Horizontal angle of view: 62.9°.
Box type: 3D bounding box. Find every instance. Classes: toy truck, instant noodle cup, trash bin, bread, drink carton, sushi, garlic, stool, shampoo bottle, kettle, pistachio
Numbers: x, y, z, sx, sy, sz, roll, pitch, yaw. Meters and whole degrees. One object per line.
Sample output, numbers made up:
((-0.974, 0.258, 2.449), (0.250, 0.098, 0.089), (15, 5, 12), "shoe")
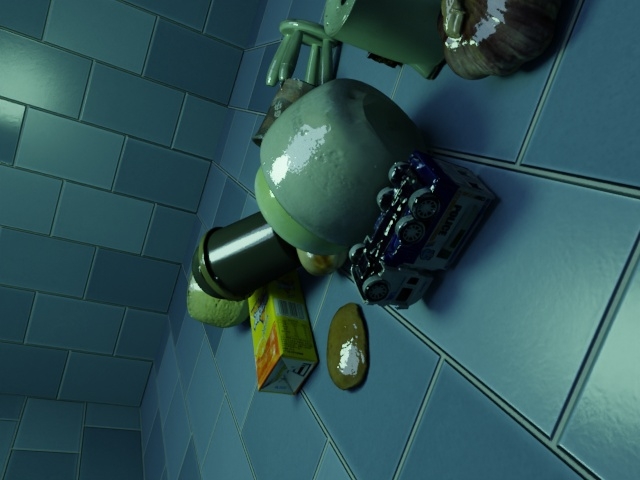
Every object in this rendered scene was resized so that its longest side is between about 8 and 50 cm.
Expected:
((0.168, -0.005, 0.916), (0.124, 0.155, 0.268), (-110, 38, -52), "toy truck")
((-0.074, -0.358, 1.584), (0.217, 0.217, 0.208), (14, 82, 66), "instant noodle cup")
((-0.204, 0.045, 1.404), (0.333, 0.214, 0.214), (-22, 52, 27), "trash bin")
((-0.332, 0.145, 1.836), (0.320, 0.237, 0.321), (-163, 90, -81), "bread")
((-0.115, 0.235, 1.441), (0.155, 0.111, 0.351), (-59, 29, 29), "drink carton")
((0.160, -0.472, 1.253), (0.084, 0.097, 0.094), (-55, 33, 40), "sushi")
((0.281, -0.391, 0.871), (0.245, 0.160, 0.245), (-44, 38, 49), "garlic")
((-0.058, -0.577, 1.674), (0.195, 0.195, 0.199), (26, 102, 65), "stool")
((0.040, -0.149, 1.062), (0.317, 0.322, 0.323), (-47, 36, 37), "shampoo bottle")
((0.161, -0.483, 1.064), (0.165, 0.255, 0.241), (-148, 72, -68), "kettle")
((0.000, 0.000, 1.295), (0.144, 0.143, 0.215), (-61, 30, 30), "pistachio")

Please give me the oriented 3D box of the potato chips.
((0.049, 0.232, 1.167), (0.150, 0.049, 0.202), (-40, 36, 45), "potato chips")
